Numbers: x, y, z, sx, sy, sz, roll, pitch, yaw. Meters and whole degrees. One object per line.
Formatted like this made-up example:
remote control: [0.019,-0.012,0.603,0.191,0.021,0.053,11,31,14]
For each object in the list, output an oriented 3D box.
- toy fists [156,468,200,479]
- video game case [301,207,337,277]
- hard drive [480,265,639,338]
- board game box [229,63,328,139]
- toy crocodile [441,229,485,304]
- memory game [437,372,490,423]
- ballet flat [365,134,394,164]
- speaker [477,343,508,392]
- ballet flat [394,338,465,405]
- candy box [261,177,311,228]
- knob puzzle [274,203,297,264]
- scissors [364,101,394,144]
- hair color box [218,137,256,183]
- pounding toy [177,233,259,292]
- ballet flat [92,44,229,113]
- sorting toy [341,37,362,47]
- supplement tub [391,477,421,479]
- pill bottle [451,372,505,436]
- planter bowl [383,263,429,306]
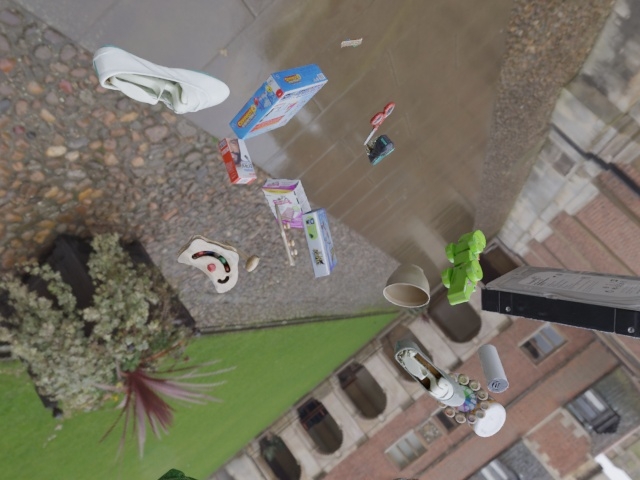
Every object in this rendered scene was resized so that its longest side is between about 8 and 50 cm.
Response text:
toy fists: [-0.253,0.607,1.128,0.142,0.279,0.096,-18,-142,41]
video game case: [0.000,0.000,1.977,0.061,0.244,0.269,-11,-174,10]
hard drive: [0.559,0.121,1.086,0.237,0.064,0.339,-14,-167,-43]
board game box: [-0.163,-0.543,1.952,0.302,0.086,0.308,-35,-178,39]
toy crocodile: [0.476,0.083,1.627,0.115,0.105,0.340,-28,-156,37]
memory game: [0.474,0.531,1.673,0.186,0.186,0.012,-50,167,32]
ballet flat: [0.180,-0.288,1.550,0.074,0.074,0.203,-39,-178,-4]
speaker: [0.474,0.351,1.374,0.055,0.055,0.136,-47,-164,25]
ballet flat: [0.252,0.322,1.168,0.072,0.213,0.068,-46,178,17]
candy box: [-0.135,-0.155,2.129,0.071,0.159,0.233,-64,148,-36]
knob puzzle: [-0.100,-0.020,1.503,0.030,0.213,0.213,-16,162,-1]
scissors: [0.219,-0.436,1.879,0.109,0.021,0.297,-41,174,-6]
hair color box: [-0.314,-0.301,1.884,0.053,0.167,0.093,-30,166,38]
pounding toy: [-0.364,0.078,1.739,0.154,0.269,0.155,-65,-160,7]
ballet flat: [-0.457,-0.443,1.463,0.400,0.139,0.139,9,135,-35]
sorting toy: [0.090,-0.577,1.456,0.062,0.012,0.083,-10,-170,4]
supplement tub: [0.130,0.498,0.888,0.190,0.117,0.117,8,132,-51]
pill bottle: [0.665,0.715,2.197,0.162,0.162,0.278,-38,-152,-7]
planter bowl: [0.313,0.152,1.777,0.162,0.162,0.109,116,-8,-56]
